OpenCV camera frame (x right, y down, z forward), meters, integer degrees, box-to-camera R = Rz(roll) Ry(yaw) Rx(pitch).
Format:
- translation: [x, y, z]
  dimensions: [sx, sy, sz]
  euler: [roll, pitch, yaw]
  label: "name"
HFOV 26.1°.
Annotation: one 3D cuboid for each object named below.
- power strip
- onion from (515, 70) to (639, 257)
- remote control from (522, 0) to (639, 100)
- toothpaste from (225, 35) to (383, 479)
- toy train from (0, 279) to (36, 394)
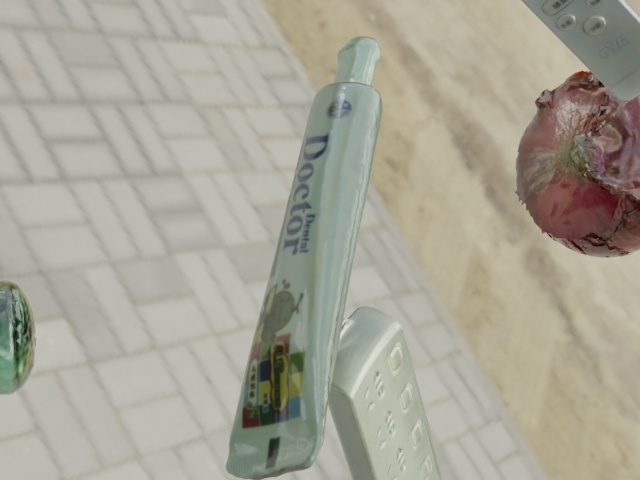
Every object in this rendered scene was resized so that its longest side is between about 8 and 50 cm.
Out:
- translation: [0.044, 0.141, 0.857]
  dimensions: [0.060, 0.027, 0.253]
  euler: [-53, 143, -33]
  label: "power strip"
- translation: [0.272, -0.064, 1.268]
  dimensions: [0.147, 0.184, 0.184]
  euler: [32, 32, -46]
  label: "onion"
- translation: [0.165, -0.164, 0.918]
  dimensions: [0.184, 0.050, 0.027]
  euler: [39, 27, -27]
  label: "remote control"
- translation: [0.000, 0.000, 0.709]
  dimensions: [0.037, 0.067, 0.255]
  euler: [33, 56, -34]
  label: "toothpaste"
- translation: [-0.271, 0.019, 0.566]
  dimensions: [0.304, 0.221, 0.150]
  euler: [-2, 53, -15]
  label: "toy train"
